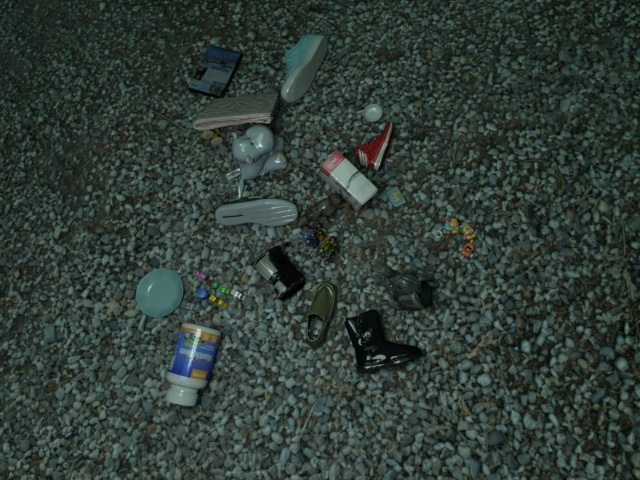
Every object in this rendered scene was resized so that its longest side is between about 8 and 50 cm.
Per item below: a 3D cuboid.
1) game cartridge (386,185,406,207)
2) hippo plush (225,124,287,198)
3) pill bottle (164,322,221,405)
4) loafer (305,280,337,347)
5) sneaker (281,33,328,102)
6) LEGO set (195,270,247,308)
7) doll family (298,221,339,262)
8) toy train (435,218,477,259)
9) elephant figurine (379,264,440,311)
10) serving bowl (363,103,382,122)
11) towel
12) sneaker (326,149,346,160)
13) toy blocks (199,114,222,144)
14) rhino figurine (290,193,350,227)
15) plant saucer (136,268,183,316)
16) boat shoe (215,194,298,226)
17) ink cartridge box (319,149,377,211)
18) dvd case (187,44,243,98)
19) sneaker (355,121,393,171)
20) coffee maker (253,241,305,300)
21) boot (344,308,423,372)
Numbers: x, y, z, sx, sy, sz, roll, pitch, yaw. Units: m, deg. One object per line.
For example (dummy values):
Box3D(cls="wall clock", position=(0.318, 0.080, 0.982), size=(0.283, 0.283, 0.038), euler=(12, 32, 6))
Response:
Box3D(cls="game cartridge", position=(0.300, -0.174, 1.772), size=(0.055, 0.017, 0.083), euler=(-27, 72, 2))
Box3D(cls="hippo plush", position=(-0.289, -0.374, 1.789), size=(0.294, 0.236, 0.234), euler=(-32, 72, -3))
Box3D(cls="pill bottle", position=(-0.466, 0.446, 1.603), size=(0.152, 0.152, 0.272), euler=(10, 74, 10))
Box3D(cls="loafer", position=(0.003, 0.269, 1.633), size=(0.094, 0.087, 0.251), euler=(9, 74, 10))
Box3D(cls="sneaker", position=(-0.104, -0.762, 1.953), size=(0.150, 0.135, 0.366), euler=(20, 68, 20))
Box3D(cls="LEGO set", position=(-0.409, 0.198, 1.703), size=(0.227, 0.093, 0.087), euler=(24, 77, 13))
Box3D(cls="doll family", position=(0.000, 0.000, 1.726), size=(0.193, 0.076, 0.111), euler=(40, 86, 19))
Box3D(cls="toy train", position=(0.525, -0.014, 1.678), size=(0.166, 0.046, 0.125), euler=(37, 80, 15))
Box3D(cls="elephant figurine", position=(0.314, 0.168, 1.546), size=(0.185, 0.239, 0.170), euler=(-18, 71, 1))
Box3D(cls="serving bowl", position=(0.222, -0.536, 1.886), size=(0.083, 0.027, 0.084), euler=(-2, 72, 6))
Box3D(cls="towel", position=(-0.337, -0.540, 1.847), size=(0.316, 0.054, 0.332), euler=(-4, 31, 5))
Box3D(cls="sneaker", position=(0.044, -0.326, 1.838), size=(0.058, 0.052, 0.135), euler=(37, 73, 26))
Box3D(cls="toy blocks", position=(-0.488, -0.499, 1.913), size=(0.054, 0.123, 0.148), euler=(-28, 72, 13))
Box3D(cls="rhino figurine", position=(-0.009, -0.110, 1.751), size=(0.243, 0.106, 0.073), euler=(-29, 113, -1))
Box3D(cls="plant saucer", position=(-0.631, 0.209, 1.757), size=(0.194, 0.037, 0.195), euler=(-2, 74, 6))
Box3D(cls="boat shoe", position=(-0.251, -0.135, 1.769), size=(0.334, 0.121, 0.119), euler=(1, 39, 6))
Box3D(cls="ink cartridge box", position=(0.105, -0.226, 1.711), size=(0.218, 0.158, 0.092), euler=(42, 84, 2))
Box3D(cls="dvd case", position=(-0.485, -0.781, 2.052), size=(0.180, 0.022, 0.253), euler=(18, 76, 11))
Box3D(cls="sneaker", position=(0.216, -0.400, 1.816), size=(0.127, 0.087, 0.221), euler=(18, 75, 11))
Box3D(cls="coffee maker", position=(-0.139, 0.113, 1.683), size=(0.171, 0.120, 0.178), euler=(-41, 73, -7))
Box3D(cls="boot", position=(0.221, 0.344, 1.580), size=(0.246, 0.094, 0.207), euler=(-15, 75, 9))
